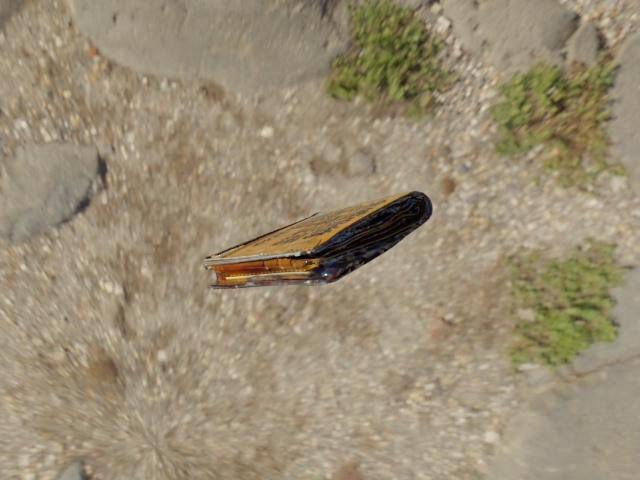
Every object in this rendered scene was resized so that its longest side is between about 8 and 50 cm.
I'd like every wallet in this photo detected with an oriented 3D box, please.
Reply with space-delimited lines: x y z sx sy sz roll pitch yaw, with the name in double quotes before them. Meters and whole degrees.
"wallet" 0.000 -0.003 1.314 0.195 0.161 0.042 -29 108 -45
